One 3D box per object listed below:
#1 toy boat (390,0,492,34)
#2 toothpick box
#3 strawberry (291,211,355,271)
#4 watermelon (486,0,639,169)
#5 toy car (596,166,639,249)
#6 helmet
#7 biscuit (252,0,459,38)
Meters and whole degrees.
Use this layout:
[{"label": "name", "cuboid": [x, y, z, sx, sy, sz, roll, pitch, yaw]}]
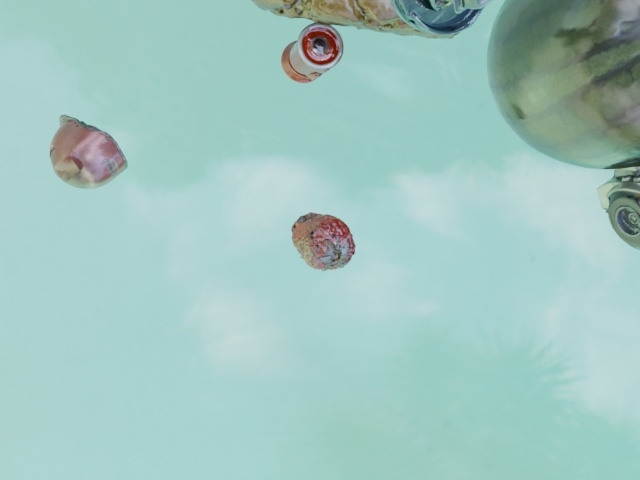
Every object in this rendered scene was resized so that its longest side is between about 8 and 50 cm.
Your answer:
[{"label": "toy boat", "cuboid": [0.070, -0.206, 0.653, 0.114, 0.122, 0.296, -43, 155, -9]}, {"label": "toothpick box", "cuboid": [-0.009, -0.185, 1.151, 0.047, 0.083, 0.047, 1, 87, -14]}, {"label": "strawberry", "cuboid": [0.000, 0.000, 1.647, 0.083, 0.096, 0.083, -29, 152, -17]}, {"label": "watermelon", "cuboid": [0.356, -0.227, 1.357, 0.279, 0.359, 0.279, 9, 73, -29]}, {"label": "toy car", "cuboid": [0.496, -0.070, 1.407, 0.193, 0.301, 0.118, -27, 106, -28]}, {"label": "helmet", "cuboid": [-0.219, -0.074, 1.043, 0.049, 0.084, 0.065, -51, 141, -24]}, {"label": "biscuit", "cuboid": [0.037, -0.227, 1.132, 0.226, 0.226, 0.042, 2, 103, -36]}]
